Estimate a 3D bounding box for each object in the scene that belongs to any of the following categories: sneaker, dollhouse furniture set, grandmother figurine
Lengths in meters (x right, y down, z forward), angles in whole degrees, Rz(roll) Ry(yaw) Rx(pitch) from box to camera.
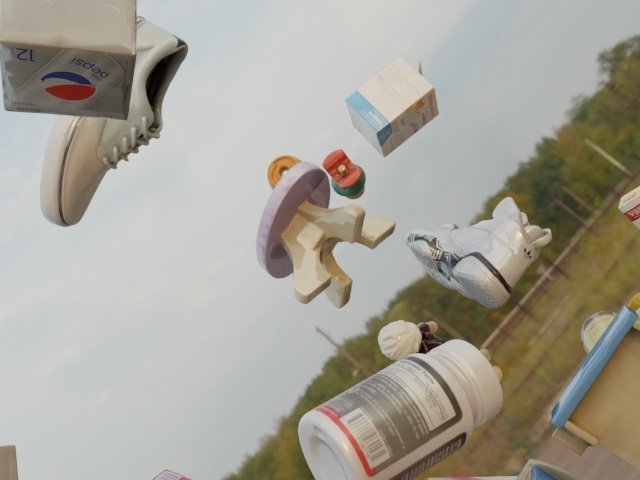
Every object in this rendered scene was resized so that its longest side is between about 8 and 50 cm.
[{"bbox_3d":[-0.229,-0.130,0.967,0.094,0.091,0.258,44,-113,-76],"label":"sneaker"},{"bbox_3d":[0.379,0.239,0.924,0.303,0.286,0.198,-61,-11,11],"label":"dollhouse furniture set"},{"bbox_3d":[0.346,0.008,1.912,0.210,0.137,0.366,-43,28,-8],"label":"sneaker"},{"bbox_3d":[0.265,0.261,1.930,0.342,0.208,0.104,24,-74,-36],"label":"grandmother figurine"}]

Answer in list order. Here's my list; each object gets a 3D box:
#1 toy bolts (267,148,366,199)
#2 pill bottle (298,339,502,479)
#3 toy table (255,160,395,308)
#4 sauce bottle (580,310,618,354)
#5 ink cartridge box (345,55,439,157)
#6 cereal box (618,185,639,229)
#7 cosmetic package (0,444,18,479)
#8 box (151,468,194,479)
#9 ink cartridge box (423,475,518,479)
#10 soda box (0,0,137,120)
[{"bbox_3d":[0.001,-0.125,2.145,0.228,0.218,0.158,-34,-24,2],"label":"toy bolts"},{"bbox_3d":[0.124,0.269,1.296,0.283,0.161,0.161,-25,-23,-27],"label":"pill bottle"},{"bbox_3d":[0.000,0.000,1.580,0.252,0.161,0.274,-43,-25,-23],"label":"toy table"},{"bbox_3d":[0.590,0.241,1.664,0.111,0.111,0.344,-52,7,15],"label":"sauce bottle"},{"bbox_3d":[0.129,-0.231,1.463,0.143,0.090,0.092,-39,-25,-4],"label":"ink cartridge box"},{"bbox_3d":[0.755,-0.038,1.760,0.173,0.240,0.047,-41,11,45],"label":"cereal box"},{"bbox_3d":[-0.618,0.409,1.406,0.107,0.127,0.238,-21,-20,36],"label":"cosmetic package"},{"bbox_3d":[-0.224,0.421,1.107,0.257,0.128,0.123,-30,-49,-61],"label":"box"},{"bbox_3d":[0.271,0.403,1.122,0.324,0.330,0.071,-151,69,-65],"label":"ink cartridge box"},{"bbox_3d":[-0.196,-0.241,0.691,0.098,0.286,0.091,2,-26,-16],"label":"soda box"}]
